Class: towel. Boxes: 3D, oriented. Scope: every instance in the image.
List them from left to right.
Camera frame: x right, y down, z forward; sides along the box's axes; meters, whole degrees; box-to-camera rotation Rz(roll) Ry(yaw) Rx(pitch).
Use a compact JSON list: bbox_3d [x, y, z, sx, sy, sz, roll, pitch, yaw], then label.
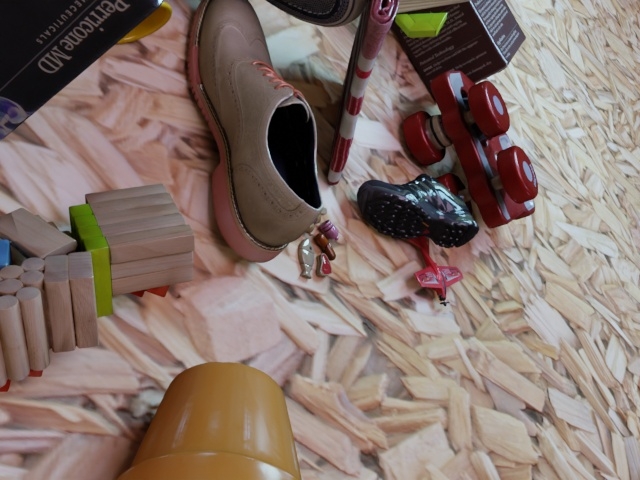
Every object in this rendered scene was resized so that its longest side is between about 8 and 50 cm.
[{"bbox_3d":[0.065,-0.264,1.110,0.037,0.329,0.237,13,55,-3],"label":"towel"}]

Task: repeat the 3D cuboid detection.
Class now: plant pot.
[{"bbox_3d":[-0.103,0.231,0.757,0.205,0.205,0.188,40,30,-29],"label":"plant pot"}]

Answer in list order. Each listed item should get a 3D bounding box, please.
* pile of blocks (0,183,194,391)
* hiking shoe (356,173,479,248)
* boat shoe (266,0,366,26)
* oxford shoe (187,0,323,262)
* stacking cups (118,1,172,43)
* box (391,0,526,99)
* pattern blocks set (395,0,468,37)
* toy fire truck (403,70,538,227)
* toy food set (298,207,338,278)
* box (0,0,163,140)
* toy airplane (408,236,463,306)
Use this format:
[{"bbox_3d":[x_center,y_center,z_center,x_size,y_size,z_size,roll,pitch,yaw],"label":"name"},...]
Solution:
[{"bbox_3d":[-0.274,0.062,0.721,0.362,0.149,0.113,-31,139,-42],"label":"pile of blocks"},{"bbox_3d":[0.151,-0.062,1.265,0.226,0.086,0.114,18,40,-27],"label":"hiking shoe"},{"bbox_3d":[-0.110,-0.378,1.023,0.340,0.127,0.158,35,42,16],"label":"boat shoe"},{"bbox_3d":[-0.070,-0.177,1.012,0.140,0.146,0.397,5,64,-45],"label":"oxford shoe"},{"bbox_3d":[-0.282,-0.403,0.927,0.096,0.096,0.316,-22,89,-51],"label":"stacking cups"},{"bbox_3d":[0.270,-0.417,1.511,0.203,0.167,0.168,55,40,-14],"label":"box"},{"bbox_3d":[0.171,-0.470,1.362,0.026,0.324,0.286,84,11,-62],"label":"pattern blocks set"},{"bbox_3d":[0.301,-0.169,1.433,0.254,0.169,0.302,-22,89,-60],"label":"toy fire truck"},{"bbox_3d":[0.000,0.000,1.111,0.078,0.019,0.122,17,59,-43],"label":"toy food set"},{"bbox_3d":[-0.343,-0.324,0.661,0.395,0.293,0.212,37,48,-31],"label":"box"},{"bbox_3d":[0.186,0.040,1.299,0.151,0.028,0.151,28,51,-41],"label":"toy airplane"}]
